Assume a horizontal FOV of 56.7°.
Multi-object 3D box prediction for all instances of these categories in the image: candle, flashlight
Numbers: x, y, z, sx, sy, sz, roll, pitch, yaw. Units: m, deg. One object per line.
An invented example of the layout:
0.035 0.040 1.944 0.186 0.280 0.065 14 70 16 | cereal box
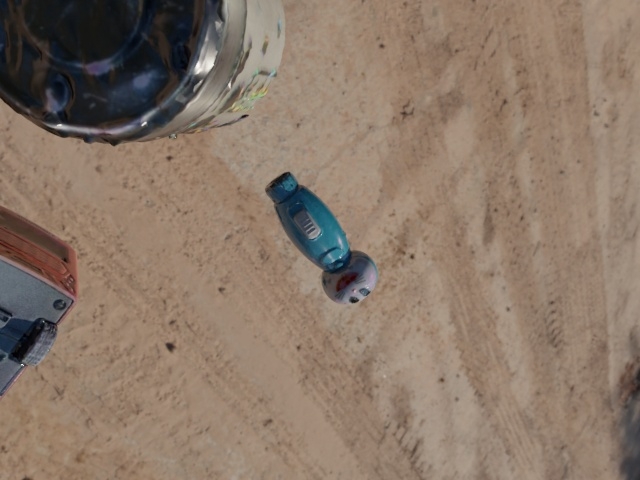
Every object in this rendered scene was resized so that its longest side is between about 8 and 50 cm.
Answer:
-0.127 -0.179 0.500 0.330 0.187 0.188 -58 160 -75 | candle
0.000 0.000 0.492 0.051 0.051 0.129 -45 109 -19 | flashlight

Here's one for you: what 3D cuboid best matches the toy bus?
-0.586 0.160 0.949 0.203 0.233 0.427 37 100 -30 | toy bus
